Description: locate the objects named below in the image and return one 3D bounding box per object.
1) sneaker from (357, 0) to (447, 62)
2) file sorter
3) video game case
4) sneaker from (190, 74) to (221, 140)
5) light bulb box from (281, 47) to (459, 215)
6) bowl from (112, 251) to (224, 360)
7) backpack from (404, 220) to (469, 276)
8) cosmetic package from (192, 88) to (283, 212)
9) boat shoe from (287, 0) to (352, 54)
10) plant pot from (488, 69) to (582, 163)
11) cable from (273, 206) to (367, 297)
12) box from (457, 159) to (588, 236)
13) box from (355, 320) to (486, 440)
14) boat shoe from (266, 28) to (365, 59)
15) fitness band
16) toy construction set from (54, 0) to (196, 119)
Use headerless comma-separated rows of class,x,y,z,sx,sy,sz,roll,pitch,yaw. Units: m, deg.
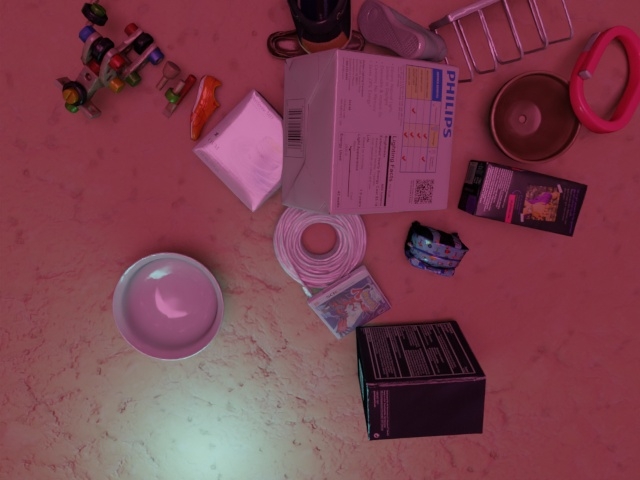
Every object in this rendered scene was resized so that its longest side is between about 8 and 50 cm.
sneaker,0.210,-0.523,1.449,0.256,0.151,0.094,50,126,32
file sorter,0.448,-0.525,1.416,0.277,0.193,0.173,-23,103,3
video game case,0.084,0.175,1.571,0.183,0.023,0.201,-32,133,5
sneaker,-0.304,-0.345,1.499,0.067,0.064,0.175,17,103,-14
light bulb box,0.117,-0.251,1.369,0.360,0.225,0.358,-4,102,-33
bowl,-0.402,0.165,1.555,0.297,0.134,0.298,0,100,-1
backpack,0.312,0.029,1.524,0.158,0.173,0.117,16,100,-5
cosmetic package,-0.169,-0.235,1.484,0.224,0.138,0.224,-44,99,5
boat shoe,-0.014,-0.694,1.350,0.186,0.156,0.501,-7,83,8
plant pot,0.551,-0.322,1.495,0.237,0.110,0.238,0,102,-1
cable,0.000,0.000,1.556,0.257,0.089,0.257,-40,98,5
box,0.528,-0.116,1.504,0.270,0.165,0.144,12,100,-4
box,0.254,0.365,1.514,0.293,0.296,0.183,-4,110,0
boat shoe,-0.010,-0.500,1.457,0.257,0.095,0.095,-5,101,0
fitness band,0.744,-0.412,1.452,0.209,0.054,0.291,39,73,-20
toy construction set,-0.508,-0.402,1.436,0.308,0.258,0.237,30,118,-29
